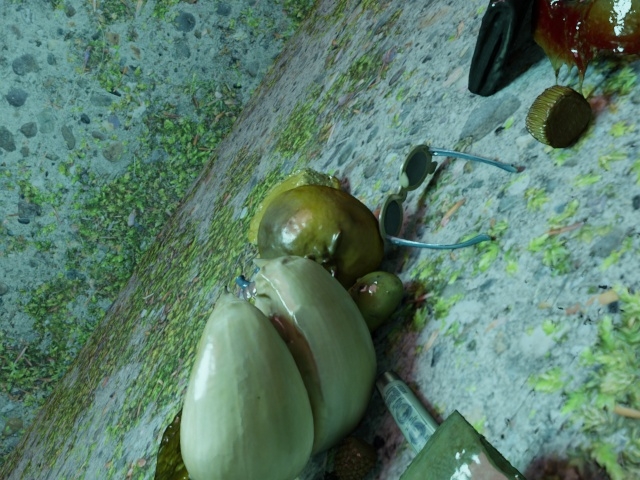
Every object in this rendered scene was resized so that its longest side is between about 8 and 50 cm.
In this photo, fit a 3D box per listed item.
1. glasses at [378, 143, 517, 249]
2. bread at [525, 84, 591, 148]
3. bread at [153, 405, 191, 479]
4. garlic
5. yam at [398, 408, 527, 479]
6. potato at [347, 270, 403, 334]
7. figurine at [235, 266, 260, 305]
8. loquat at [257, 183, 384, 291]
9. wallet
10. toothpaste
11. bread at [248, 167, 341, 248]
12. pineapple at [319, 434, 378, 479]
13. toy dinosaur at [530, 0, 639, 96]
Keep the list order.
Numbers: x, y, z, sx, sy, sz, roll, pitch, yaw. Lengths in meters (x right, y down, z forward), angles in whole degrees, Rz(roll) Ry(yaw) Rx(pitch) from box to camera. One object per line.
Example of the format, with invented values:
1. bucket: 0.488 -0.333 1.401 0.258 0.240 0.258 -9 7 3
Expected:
1. glasses: 0.189 -0.078 0.873 0.220 0.088 0.190 2 62 61
2. bread: 0.321 -0.171 0.754 0.085 0.085 0.053 -53 33 7
3. bread: -0.226 0.393 1.029 0.210 0.109 0.192 -47 28 20
4. garlic: -0.060 0.194 0.763 0.249 0.285 0.313 -141 56 -59
5. yam: 0.103 0.303 0.493 0.268 0.161 0.161 -55 25 3
6. potato: 0.062 0.118 0.874 0.188 0.085 0.105 -45 -12 21
7. figurine: -0.086 0.134 1.073 0.114 0.178 0.144 -34 -12 7
8. loquat: 0.000 0.000 0.963 0.193 0.238 0.238 -58 25 6
9. wallet: 0.360 -0.470 0.949 0.406 0.062 0.228 -63 -15 -16
10. toothpaste: 0.129 0.239 0.664 0.062 0.039 0.239 -52 27 6
11. bread: -0.059 -0.059 1.255 0.245 0.121 0.174 -31 43 35
12. pineapple: 0.023 0.320 0.735 0.124 0.058 0.058 -53 25 8
13. toy dinosaur: 0.386 -0.303 0.773 0.327 0.112 0.207 -170 74 -84
